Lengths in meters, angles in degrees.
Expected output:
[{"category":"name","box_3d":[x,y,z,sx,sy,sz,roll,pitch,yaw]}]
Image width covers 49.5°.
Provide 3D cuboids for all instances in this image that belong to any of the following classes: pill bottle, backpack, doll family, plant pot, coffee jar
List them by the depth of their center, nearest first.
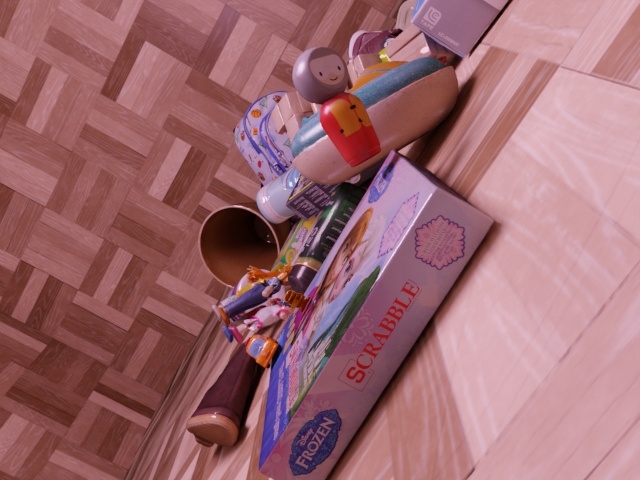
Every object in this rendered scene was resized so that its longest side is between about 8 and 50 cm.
[{"category":"coffee jar","box_3d":[0.020,0.006,1.071,0.184,0.079,0.096,-63,8,-12]},{"category":"doll family","box_3d":[-0.119,0.107,1.323,0.163,0.118,0.263,-29,1,-15]},{"category":"pill bottle","box_3d":[-0.153,0.139,1.556,0.108,0.108,0.193,-64,8,-24]},{"category":"backpack","box_3d":[-0.104,-0.284,1.960,0.276,0.263,0.213,-42,-4,-35]},{"category":"plant pot","box_3d":[-0.180,-0.011,1.963,0.237,0.237,0.254,-57,-7,24]}]

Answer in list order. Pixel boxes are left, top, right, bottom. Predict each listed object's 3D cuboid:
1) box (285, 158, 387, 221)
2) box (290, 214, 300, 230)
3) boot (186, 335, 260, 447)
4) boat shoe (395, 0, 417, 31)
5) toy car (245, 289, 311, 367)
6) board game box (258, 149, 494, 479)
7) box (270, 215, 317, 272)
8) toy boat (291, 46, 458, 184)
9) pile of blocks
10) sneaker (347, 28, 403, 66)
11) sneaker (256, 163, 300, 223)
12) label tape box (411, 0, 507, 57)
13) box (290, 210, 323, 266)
[{"category":"box","box_3d":[0.059,-0.179,1.361,0.270,0.060,0.216,-33,26,46]},{"category":"box","box_3d":[-0.078,-0.086,2.132,0.207,0.036,0.114,-51,12,47]},{"category":"boot","box_3d":[-0.162,0.261,1.248,0.206,0.090,0.248,-66,6,-24]},{"category":"boat shoe","box_3d":[0.203,-0.452,1.637,0.079,0.084,0.233,45,-118,-59]},{"category":"toy car","box_3d":[-0.058,0.105,0.874,0.122,0.041,0.060,-60,7,13]},{"category":"board game box","box_3d":[0.043,0.064,0.777,0.318,0.066,0.318,-59,8,10]},{"category":"box","box_3d":[-0.071,0.025,1.690,0.179,0.043,0.105,-66,10,-27]},{"category":"toy boat","box_3d":[0.053,-0.181,0.952,0.268,0.148,0.318,-30,0,17]},{"category":"pile of blocks","box_3d":[0.086,-0.247,1.213,0.362,0.112,0.149,-23,-10,26]},{"category":"sneaker","box_3d":[0.138,-0.347,1.534,0.163,0.106,0.281,-3,78,34]},{"category":"sneaker","box_3d":[0.000,-0.161,1.714,0.208,0.127,0.319,-28,12,36]},{"category":"label tape box","box_3d":[0.287,-0.484,1.046,0.347,0.115,0.249,-50,13,39]},{"category":"box","box_3d":[0.000,0.000,1.357,0.145,0.038,0.186,-61,7,-8]}]
